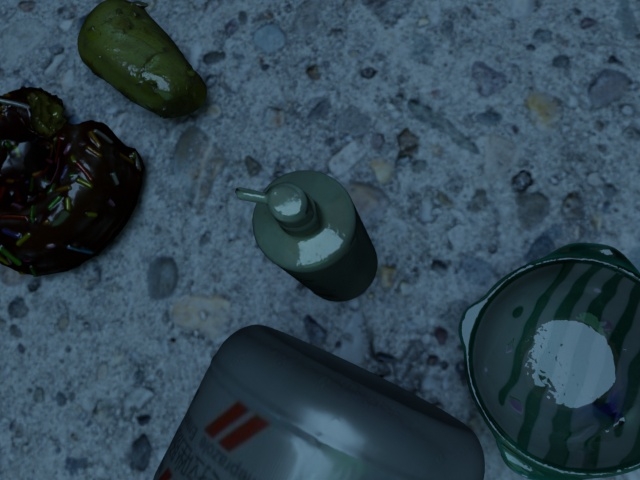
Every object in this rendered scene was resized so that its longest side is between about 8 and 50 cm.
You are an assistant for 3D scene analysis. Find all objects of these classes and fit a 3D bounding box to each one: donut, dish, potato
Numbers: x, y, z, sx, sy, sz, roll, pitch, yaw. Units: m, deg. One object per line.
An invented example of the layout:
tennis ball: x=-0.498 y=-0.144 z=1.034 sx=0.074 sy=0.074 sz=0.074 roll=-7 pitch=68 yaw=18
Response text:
donut: x=-0.336 y=-0.073 z=0.680 sx=0.216 sy=0.096 sz=0.230 roll=-45 pitch=75 yaw=-3
dish: x=0.250 y=0.121 z=0.552 sx=0.246 sy=0.078 sz=0.224 roll=19 pitch=82 yaw=13
potato: x=-0.215 y=-0.215 z=0.701 sx=0.188 sy=0.085 sz=0.105 roll=41 pitch=65 yaw=12

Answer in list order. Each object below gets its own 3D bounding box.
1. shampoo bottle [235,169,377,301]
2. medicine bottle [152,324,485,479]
shampoo bottle: x=0.000 y=0.000 z=0.523 sx=0.085 sy=0.262 sz=0.085 roll=-2 pitch=78 yaw=9
medicine bottle: x=-0.029 y=0.251 z=0.483 sx=0.245 sy=0.245 sz=0.306 roll=24 pitch=83 yaw=13
